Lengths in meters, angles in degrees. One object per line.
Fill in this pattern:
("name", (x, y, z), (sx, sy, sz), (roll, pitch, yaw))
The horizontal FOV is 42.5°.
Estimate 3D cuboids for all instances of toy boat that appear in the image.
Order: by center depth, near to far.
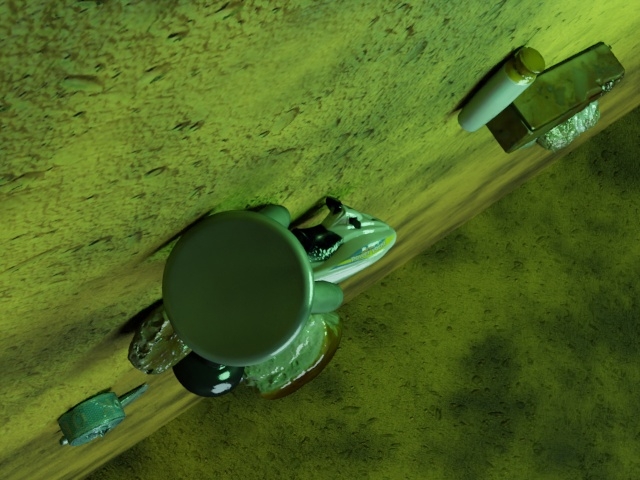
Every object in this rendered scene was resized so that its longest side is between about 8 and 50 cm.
("toy boat", (-0.004, 0.007, 1.379), (0.269, 0.141, 0.141), (-31, 171, -14))

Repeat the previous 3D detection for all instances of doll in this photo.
("doll", (0.551, -0.268, 1.919), (0.221, 0.105, 0.115), (-36, 178, 0))

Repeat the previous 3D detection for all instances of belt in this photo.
("belt", (-0.499, 0.397, 1.809), (0.147, 0.082, 0.163), (-31, 171, 8))

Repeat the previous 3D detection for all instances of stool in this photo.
("stool", (-0.092, 0.064, 1.112), (0.195, 0.195, 0.198), (-35, 173, 5))

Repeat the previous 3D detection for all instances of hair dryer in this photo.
("hair dryer", (-0.126, 0.170, 1.698), (0.284, 0.156, 0.320), (-9, 149, -39))

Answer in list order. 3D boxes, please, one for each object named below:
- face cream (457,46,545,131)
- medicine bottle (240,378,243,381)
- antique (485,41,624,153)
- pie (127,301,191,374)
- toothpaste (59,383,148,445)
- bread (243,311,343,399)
("face cream", (0.283, -0.236, 1.305), (0.072, 0.051, 0.182), (-27, 170, -32))
("medicine bottle", (-0.234, 0.300, 2.068), (0.135, 0.135, 0.168), (-37, 172, 19))
("antique", (0.448, -0.275, 1.556), (0.310, 0.093, 0.087), (-29, 170, -29))
("pie", (-0.239, 0.144, 1.380), (0.195, 0.046, 0.195), (-42, 158, -21))
("toothpaste", (-0.525, 0.424, 2.004), (0.255, 0.037, 0.067), (-30, 165, -41))
("bread", (-0.081, 0.231, 1.932), (0.250, 0.225, 0.279), (-45, 177, 10))
